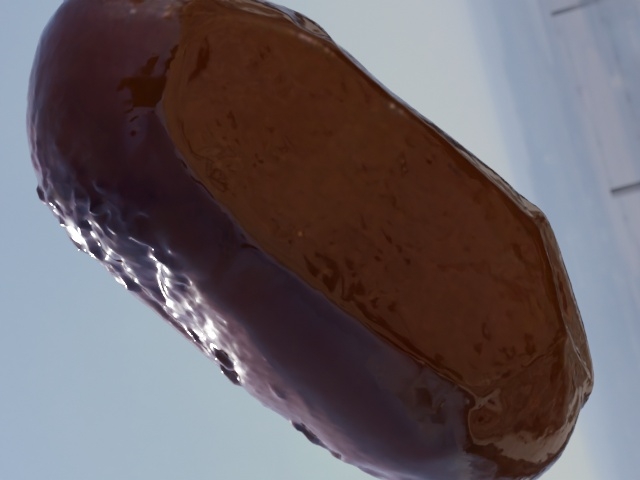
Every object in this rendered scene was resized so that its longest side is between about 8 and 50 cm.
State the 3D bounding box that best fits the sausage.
[{"bbox_3d":[0.000,0.000,0.407,0.179,0.089,0.089,37,-168,-5],"label":"sausage"}]
